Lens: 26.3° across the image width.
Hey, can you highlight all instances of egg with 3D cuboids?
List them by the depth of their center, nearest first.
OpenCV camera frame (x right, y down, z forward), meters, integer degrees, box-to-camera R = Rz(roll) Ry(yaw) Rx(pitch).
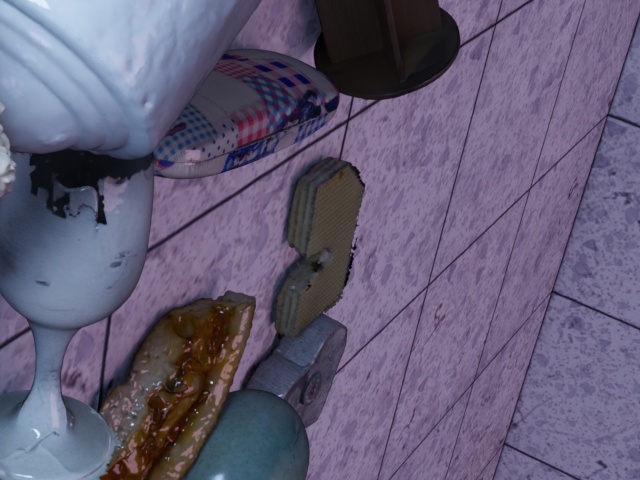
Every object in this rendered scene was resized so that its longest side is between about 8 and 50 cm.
[{"bbox_3d":[-0.111,0.286,1.641,0.236,0.169,0.169,-57,158,-25],"label":"egg"}]

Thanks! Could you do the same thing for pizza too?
[{"bbox_3d":[-0.179,0.196,1.504,0.365,0.074,0.182,-55,154,-26],"label":"pizza"}]

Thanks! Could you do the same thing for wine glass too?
[{"bbox_3d":[-0.217,0.052,1.161,0.143,0.143,0.321,-33,142,-56],"label":"wine glass"}]

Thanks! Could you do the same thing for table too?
[{"bbox_3d":[0.054,-0.289,1.466,0.167,0.167,0.227,-54,148,-30],"label":"table"}]

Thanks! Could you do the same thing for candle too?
[{"bbox_3d":[-0.150,-0.187,0.945,0.342,0.221,0.221,-59,159,-19],"label":"candle"},{"bbox_3d":[-0.037,0.195,1.877,0.192,0.068,0.168,-51,157,-26],"label":"candle"}]

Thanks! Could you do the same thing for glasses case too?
[{"bbox_3d":[-0.092,-0.124,1.293,0.327,0.125,0.076,-31,140,-58],"label":"glasses case"}]

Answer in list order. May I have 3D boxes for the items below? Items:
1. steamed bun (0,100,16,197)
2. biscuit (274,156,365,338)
[{"bbox_3d":[-0.285,-0.064,0.768,0.225,0.170,0.200,-38,116,-43],"label":"steamed bun"},{"bbox_3d":[0.000,0.000,1.779,0.147,0.046,0.250,-40,149,-48],"label":"biscuit"}]
